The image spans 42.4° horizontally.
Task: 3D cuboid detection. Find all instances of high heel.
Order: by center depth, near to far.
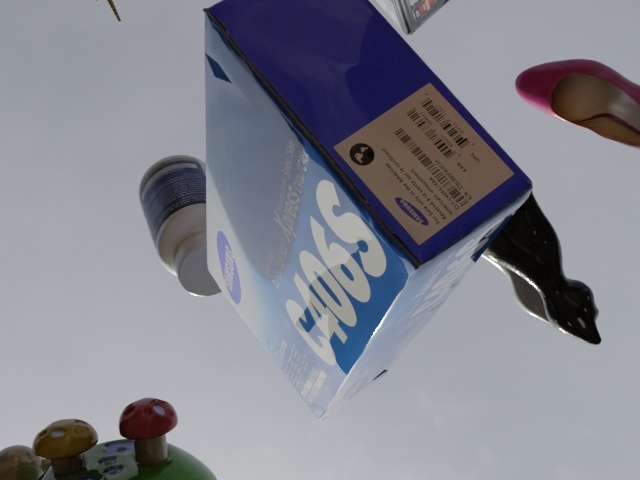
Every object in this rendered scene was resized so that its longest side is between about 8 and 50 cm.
[{"bbox_3d":[0.322,-0.153,0.966,0.244,0.117,0.082,28,-54,30],"label":"high heel"}]

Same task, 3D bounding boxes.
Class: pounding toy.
[{"bbox_3d":[-0.197,0.193,0.742,0.183,0.237,0.110,-12,-79,-32],"label":"pounding toy"}]

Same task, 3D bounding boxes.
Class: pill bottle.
[{"bbox_3d":[-0.142,-0.016,0.916,0.094,0.169,0.094,-12,-52,-16],"label":"pill bottle"}]

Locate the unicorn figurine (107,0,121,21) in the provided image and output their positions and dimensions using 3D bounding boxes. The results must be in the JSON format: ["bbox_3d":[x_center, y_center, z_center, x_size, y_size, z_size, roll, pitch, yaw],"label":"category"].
[{"bbox_3d":[-0.261,-0.318,0.850,0.162,0.060,0.111,21,-53,-16],"label":"unicorn figurine"}]

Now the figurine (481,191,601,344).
[{"bbox_3d":[0.252,0.029,1.031,0.092,0.215,0.209,-37,-84,0],"label":"figurine"}]

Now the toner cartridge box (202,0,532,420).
[{"bbox_3d":[0.000,0.000,0.535,0.075,0.348,0.165,-32,-106,-19],"label":"toner cartridge box"}]

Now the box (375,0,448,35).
[{"bbox_3d":[0.103,-0.265,0.523,0.216,0.270,0.060,-40,-103,5],"label":"box"}]
